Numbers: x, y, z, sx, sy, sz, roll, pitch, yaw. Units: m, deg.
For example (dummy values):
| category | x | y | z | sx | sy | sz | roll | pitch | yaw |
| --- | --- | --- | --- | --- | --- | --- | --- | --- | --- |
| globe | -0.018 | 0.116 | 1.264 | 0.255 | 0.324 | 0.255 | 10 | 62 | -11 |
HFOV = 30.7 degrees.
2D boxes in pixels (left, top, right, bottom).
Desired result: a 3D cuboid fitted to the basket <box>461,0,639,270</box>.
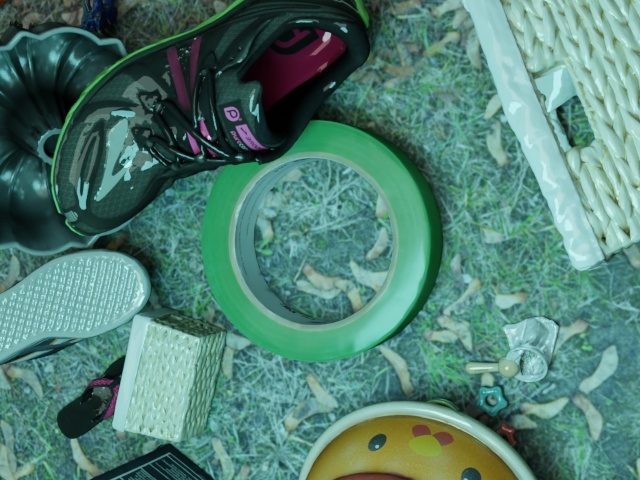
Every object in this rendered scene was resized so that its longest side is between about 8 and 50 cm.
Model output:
| category | x | y | z | sx | sy | sz | roll | pitch | yaw |
| --- | --- | --- | --- | --- | --- | --- | --- | --- | --- |
| basket | 0.352 | -0.162 | 1.313 | 0.266 | 0.331 | 0.328 | -22 | 85 | 13 |

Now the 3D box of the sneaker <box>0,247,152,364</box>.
| category | x | y | z | sx | sy | sz | roll | pitch | yaw |
| --- | --- | --- | --- | --- | --- | --- | --- | --- | --- |
| sneaker | -0.371 | 0.092 | 1.671 | 0.321 | 0.127 | 0.126 | -18 | 87 | 17 |

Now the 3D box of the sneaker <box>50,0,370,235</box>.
| category | x | y | z | sx | sy | sz | roll | pitch | yaw |
| --- | --- | --- | --- | --- | --- | --- | --- | --- | --- |
| sneaker | -0.145 | -0.171 | 1.483 | 0.482 | 0.202 | 0.185 | -38 | 123 | 3 |

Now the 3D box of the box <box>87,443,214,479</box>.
| category | x | y | z | sx | sy | sz | roll | pitch | yaw |
| --- | --- | --- | --- | --- | --- | --- | --- | --- | --- |
| box | -0.204 | 0.449 | 1.536 | 0.296 | 0.294 | 0.183 | 36 | 102 | 15 |

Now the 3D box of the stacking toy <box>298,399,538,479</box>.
| category | x | y | z | sx | sy | sz | roll | pitch | yaw |
| --- | --- | --- | --- | --- | --- | --- | --- | --- | --- |
| stacking toy | 0.056 | 0.422 | 1.328 | 0.350 | 0.480 | 0.351 | 7 | 108 | 21 |

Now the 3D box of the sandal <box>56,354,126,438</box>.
| category | x | y | z | sx | sy | sz | roll | pitch | yaw |
| --- | --- | --- | --- | --- | --- | --- | --- | --- | --- |
| sandal | -0.321 | 0.234 | 1.703 | 0.179 | 0.040 | 0.067 | -39 | 79 | 16 |

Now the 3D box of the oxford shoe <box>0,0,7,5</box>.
| category | x | y | z | sx | sy | sz | roll | pitch | yaw |
| --- | --- | --- | --- | --- | --- | --- | --- | --- | --- |
| oxford shoe | -0.428 | -0.459 | 1.677 | 0.363 | 0.130 | 0.133 | -24 | 78 | 18 |

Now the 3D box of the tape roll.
| category | x | y | z | sx | sy | sz | roll | pitch | yaw |
| --- | --- | --- | --- | --- | --- | --- | --- | --- | --- |
| tape roll | 0.000 | 0.000 | 1.565 | 0.321 | 0.077 | 0.321 | 1 | 92 | 20 |

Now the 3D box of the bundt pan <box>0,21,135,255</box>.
| category | x | y | z | sx | sy | sz | roll | pitch | yaw |
| --- | --- | --- | --- | --- | --- | --- | --- | --- | --- |
| bundt pan | -0.375 | -0.152 | 1.588 | 0.331 | 0.330 | 0.124 | -58 | 38 | 12 |

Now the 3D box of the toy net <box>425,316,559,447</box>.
| category | x | y | z | sx | sy | sz | roll | pitch | yaw |
| --- | --- | --- | --- | --- | --- | --- | --- | --- | --- |
| toy net | 0.231 | 0.200 | 1.507 | 0.122 | 0.045 | 0.232 | 45 | 105 | 13 |

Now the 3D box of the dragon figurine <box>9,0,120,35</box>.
| category | x | y | z | sx | sy | sz | roll | pitch | yaw |
| --- | --- | --- | --- | --- | --- | --- | --- | --- | --- |
| dragon figurine | -0.385 | -0.233 | 1.687 | 0.144 | 0.085 | 0.289 | 20 | 97 | 18 |

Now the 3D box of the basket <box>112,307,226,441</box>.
| category | x | y | z | sx | sy | sz | roll | pitch | yaw |
| --- | --- | --- | --- | --- | --- | --- | --- | --- | --- |
| basket | -0.208 | 0.189 | 1.625 | 0.103 | 0.113 | 0.167 | 14 | 96 | 16 |
